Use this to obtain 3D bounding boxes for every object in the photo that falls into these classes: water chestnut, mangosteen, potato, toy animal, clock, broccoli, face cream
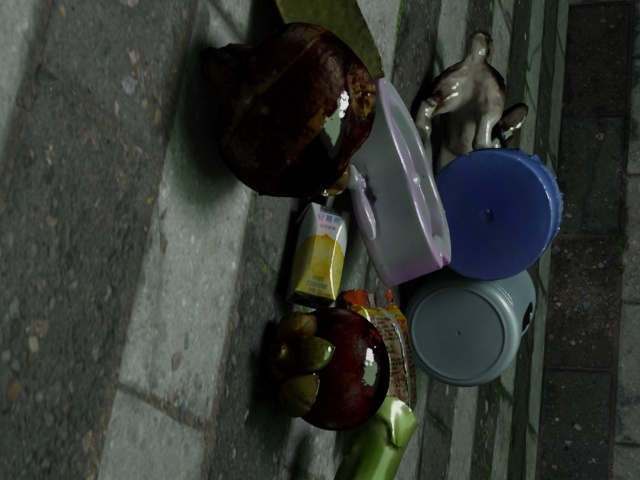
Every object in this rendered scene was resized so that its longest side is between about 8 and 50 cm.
[{"bbox_3d":[-0.045,-0.168,1.323,0.224,0.238,0.224,-55,174,-8],"label":"water chestnut"},{"bbox_3d":[0.004,0.180,1.508,0.200,0.199,0.200,1,90,-69],"label":"mangosteen"},{"bbox_3d":[0.012,-0.284,1.543,0.255,0.112,0.270,65,6,-71],"label":"potato"},{"bbox_3d":[0.342,-0.264,2.317,0.344,0.194,0.303,66,37,-57],"label":"toy animal"},{"bbox_3d":[0.113,-0.096,1.705,0.338,0.102,0.339,-19,90,-77],"label":"clock"},{"bbox_3d":[0.057,0.461,1.557,0.397,0.274,0.353,-75,-176,-51],"label":"broccoli"},{"bbox_3d":[0.340,-0.060,2.054,0.225,0.248,0.249,-28,116,-69],"label":"face cream"}]

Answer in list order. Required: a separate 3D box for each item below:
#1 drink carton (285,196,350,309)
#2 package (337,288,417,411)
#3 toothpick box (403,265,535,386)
[{"bbox_3d":[0.000,0.000,1.584,0.074,0.084,0.200,120,-17,-65],"label":"drink carton"},{"bbox_3d":[0.109,0.226,1.845,0.223,0.108,0.288,5,84,-71],"label":"package"},{"bbox_3d":[0.320,0.134,2.236,0.354,0.262,0.263,-32,121,-66],"label":"toothpick box"}]
